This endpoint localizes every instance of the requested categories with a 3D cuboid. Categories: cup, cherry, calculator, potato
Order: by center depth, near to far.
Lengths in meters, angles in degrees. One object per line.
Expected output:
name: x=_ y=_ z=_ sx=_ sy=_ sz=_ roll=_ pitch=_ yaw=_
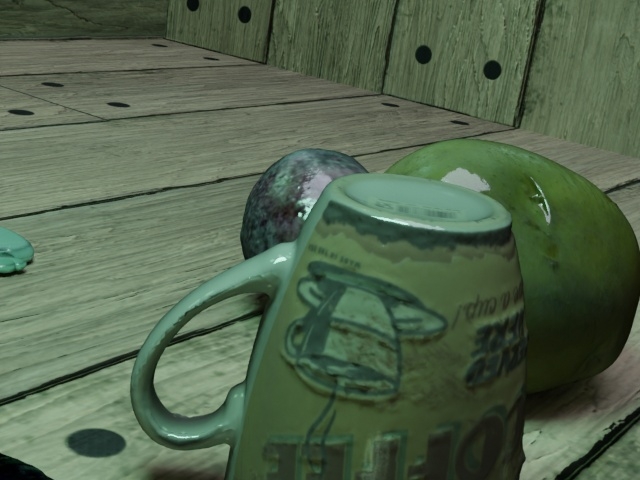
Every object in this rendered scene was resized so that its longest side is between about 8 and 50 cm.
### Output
cup: x=0.012 y=0.082 z=0.794 sx=0.301 sy=0.257 sz=0.227 roll=6 pitch=15 yaw=-2
potato: x=0.187 y=0.030 z=1.066 sx=0.326 sy=0.221 sz=0.243 roll=18 pitch=43 yaw=-34
cherry: x=-0.003 y=-0.010 z=1.171 sx=0.195 sy=0.195 sz=0.195 roll=8 pitch=17 yaw=-2
calculator: x=-0.387 y=0.007 z=1.230 sx=0.095 sy=0.021 sz=0.153 roll=-6 pitch=19 yaw=-39

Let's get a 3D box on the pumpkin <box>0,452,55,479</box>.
pumpkin: x=-0.206 y=0.186 z=0.499 sx=0.233 sy=0.163 sz=0.233 roll=9 pitch=19 yaw=-3
